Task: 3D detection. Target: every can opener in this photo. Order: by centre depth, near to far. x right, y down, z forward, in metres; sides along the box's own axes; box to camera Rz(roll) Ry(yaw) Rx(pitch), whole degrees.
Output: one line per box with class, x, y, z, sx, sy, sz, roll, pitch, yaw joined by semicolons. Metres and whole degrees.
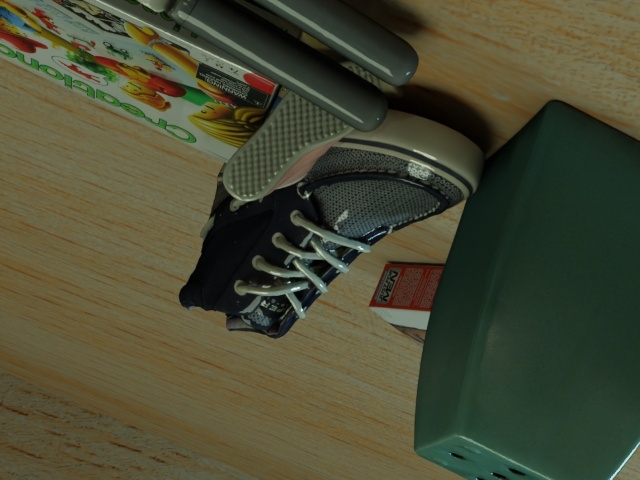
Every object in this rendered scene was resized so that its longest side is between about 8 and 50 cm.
can opener;-0.066;-0.169;0.907;0.280;0.074;0.093;30;-166;-13

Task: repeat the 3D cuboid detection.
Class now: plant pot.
plant pot;0.168;0.062;0.993;0.165;0.234;0.165;25;161;-6

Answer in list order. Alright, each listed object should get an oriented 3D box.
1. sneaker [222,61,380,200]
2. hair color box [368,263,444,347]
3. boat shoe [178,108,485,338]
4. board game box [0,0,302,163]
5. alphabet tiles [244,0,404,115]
sneaker;-0.012;-0.081;1.022;0.051;0.134;0.070;50;-169;2
hair color box;0.138;0.067;1.327;0.093;0.053;0.167;37;159;-35
boat shoe;0.000;0.000;1.126;0.127;0.158;0.340;26;164;-22
board game box;-0.174;-0.165;1.042;0.305;0.053;0.193;25;162;-3
alphabet tiles;-0.105;-0.178;1.025;0.285;0.011;0.342;10;156;38
